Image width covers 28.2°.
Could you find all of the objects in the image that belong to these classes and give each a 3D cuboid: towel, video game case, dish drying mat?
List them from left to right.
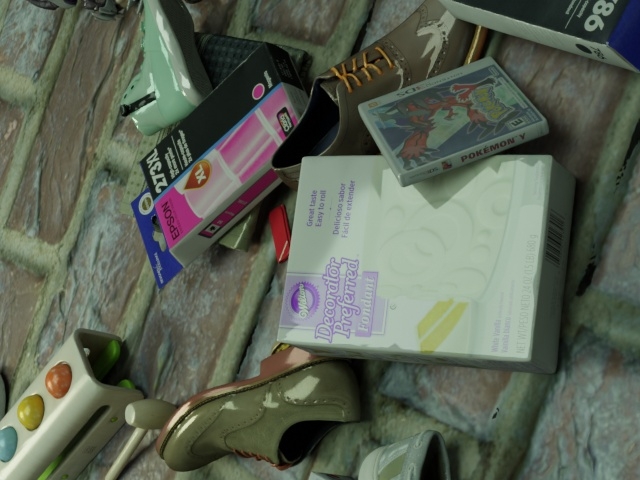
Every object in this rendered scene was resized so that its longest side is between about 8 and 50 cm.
[{"bbox_3d":[-0.164,-0.155,1.955,0.312,0.056,0.324,17,87,43],"label":"towel"},{"bbox_3d":[-0.057,-0.010,1.825,0.032,0.008,0.083,-33,57,34],"label":"dish drying mat"},{"bbox_3d":[0.154,-0.147,1.532,0.183,0.023,0.201,-21,33,-2],"label":"video game case"}]

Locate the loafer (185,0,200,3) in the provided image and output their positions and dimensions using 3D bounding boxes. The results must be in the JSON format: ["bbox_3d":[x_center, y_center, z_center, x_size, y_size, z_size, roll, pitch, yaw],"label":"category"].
[{"bbox_3d":[-0.233,-0.550,2.073,0.134,0.130,0.366,-29,59,36],"label":"loafer"}]

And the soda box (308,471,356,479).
[{"bbox_3d":[0.001,0.405,1.596,0.069,0.074,0.216,20,91,46],"label":"soda box"}]

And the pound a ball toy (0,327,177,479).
[{"bbox_3d":[-0.384,0.286,1.967,0.319,0.135,0.208,-48,49,24],"label":"pound a ball toy"}]

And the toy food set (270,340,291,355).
[{"bbox_3d":[-0.031,0.134,1.706,0.082,0.083,0.020,-43,73,25],"label":"toy food set"}]

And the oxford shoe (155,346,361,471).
[{"bbox_3d":[-0.090,0.253,1.701,0.348,0.123,0.130,-34,61,34],"label":"oxford shoe"}]

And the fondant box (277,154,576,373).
[{"bbox_3d":[0.124,0.024,1.521,0.330,0.096,0.238,1,78,31],"label":"fondant box"}]

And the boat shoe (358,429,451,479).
[{"bbox_3d":[0.119,0.379,1.463,0.103,0.118,0.320,-33,50,39],"label":"boat shoe"}]

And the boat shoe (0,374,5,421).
[{"bbox_3d":[-0.617,0.348,2.212,0.095,0.084,0.258,4,81,45],"label":"boat shoe"}]

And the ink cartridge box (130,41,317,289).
[{"bbox_3d":[-0.159,-0.104,1.859,0.371,0.069,0.176,-42,53,27],"label":"ink cartridge box"}]

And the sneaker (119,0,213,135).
[{"bbox_3d":[-0.268,-0.286,1.979,0.151,0.094,0.256,-30,61,24],"label":"sneaker"}]

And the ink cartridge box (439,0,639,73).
[{"bbox_3d":[0.303,-0.304,1.483,0.332,0.065,0.165,25,85,39],"label":"ink cartridge box"}]

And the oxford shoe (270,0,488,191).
[{"bbox_3d":[0.079,-0.198,1.654,0.364,0.132,0.130,-52,47,13],"label":"oxford shoe"}]

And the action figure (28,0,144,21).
[{"bbox_3d":[-0.385,-0.463,2.223,0.285,0.099,0.185,-2,67,40],"label":"action figure"}]
